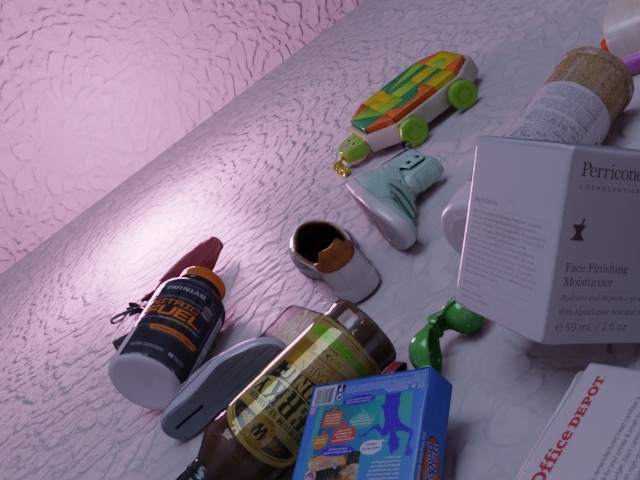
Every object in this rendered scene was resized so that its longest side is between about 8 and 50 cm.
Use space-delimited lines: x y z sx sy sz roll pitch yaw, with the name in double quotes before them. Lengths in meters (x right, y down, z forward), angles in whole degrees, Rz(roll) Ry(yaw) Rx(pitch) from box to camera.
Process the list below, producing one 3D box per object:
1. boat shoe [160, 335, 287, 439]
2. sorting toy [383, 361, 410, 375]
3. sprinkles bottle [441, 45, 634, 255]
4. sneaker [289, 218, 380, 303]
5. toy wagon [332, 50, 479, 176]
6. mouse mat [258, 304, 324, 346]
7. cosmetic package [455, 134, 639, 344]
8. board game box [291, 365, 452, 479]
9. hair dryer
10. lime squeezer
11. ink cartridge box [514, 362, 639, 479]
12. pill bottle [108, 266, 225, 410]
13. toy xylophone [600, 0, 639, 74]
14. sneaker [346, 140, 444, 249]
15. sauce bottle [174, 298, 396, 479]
"boat shoe" -0.143 0.194 1.122 0.226 0.083 0.075 -34 26 14
"sorting toy" 0.079 0.185 0.898 0.042 0.061 0.102 28 70 26
"sprinkles bottle" 0.300 -0.118 1.056 0.121 0.121 0.355 -3 40 52
"sneaker" 0.000 0.000 1.257 0.106 0.123 0.290 -42 22 -7
"toy wagon" 0.158 -0.259 1.589 0.344 0.068 0.267 -37 23 -1
"mouse mat" -0.073 0.172 1.180 0.190 0.007 0.153 -44 24 -20
"cosmetic package" 0.247 -0.005 0.781 0.151 0.183 0.151 1 11 -23
"board game box" 0.043 0.239 0.784 0.160 0.047 0.210 -17 44 38
"hair dryer" -0.318 0.091 1.583 0.294 0.080 0.223 -37 23 -2
"lime squeezer" 0.168 0.106 0.904 0.310 0.059 0.110 -48 25 -26
"ink cartridge box" 0.268 0.183 0.581 0.148 0.086 0.203 -48 25 -24
"pill bottle" -0.240 0.150 1.297 0.130 0.130 0.245 -22 28 31
"toy xylophone" 0.565 -0.394 1.255 0.236 0.081 0.322 -11 34 45
"sneaker" 0.137 -0.083 1.256 0.151 0.094 0.256 -33 24 1
"sauce bottle" -0.058 0.221 0.940 0.344 0.111 0.111 -45 24 -14
